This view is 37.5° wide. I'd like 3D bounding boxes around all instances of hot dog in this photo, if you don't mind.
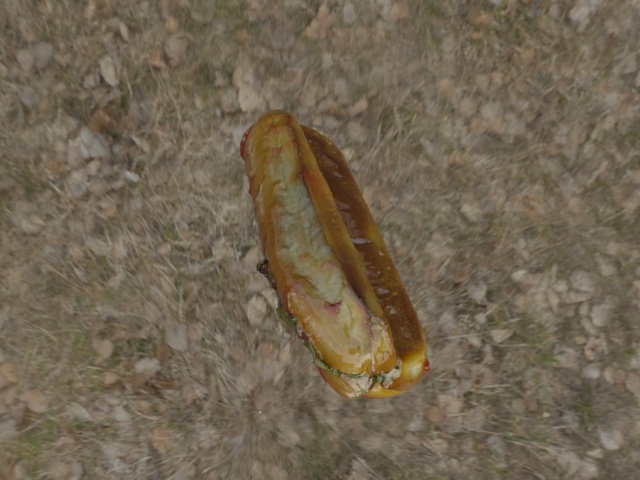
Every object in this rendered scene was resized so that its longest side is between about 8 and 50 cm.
[{"bbox_3d":[-0.001,0.001,0.368,0.038,0.062,0.144,-40,47,19],"label":"hot dog"}]
